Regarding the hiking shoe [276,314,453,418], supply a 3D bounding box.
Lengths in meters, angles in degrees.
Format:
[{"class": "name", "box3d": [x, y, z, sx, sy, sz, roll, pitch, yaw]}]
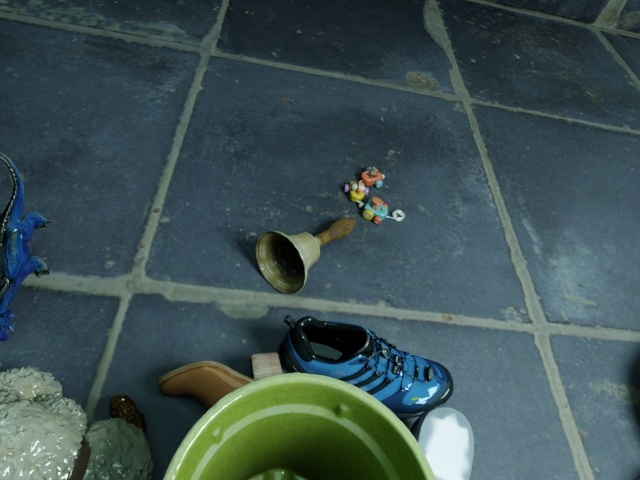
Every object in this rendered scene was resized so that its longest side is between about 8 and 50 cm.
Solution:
[{"class": "hiking shoe", "box3d": [0.079, 0.204, 0.717, 0.303, 0.132, 0.113, 12, 50, -5]}]

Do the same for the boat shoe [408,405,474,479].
[{"class": "boat shoe", "box3d": [0.121, 0.380, 0.605, 0.113, 0.105, 0.306, 21, 61, -2]}]

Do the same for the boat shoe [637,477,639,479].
[{"class": "boat shoe", "box3d": [0.504, 0.465, 0.634, 0.108, 0.102, 0.301, 37, 53, 16]}]

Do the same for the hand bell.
[{"class": "hand bell", "box3d": [0.000, 0.000, 0.897, 0.126, 0.126, 0.242, 42, 42, 19]}]

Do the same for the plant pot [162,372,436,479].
[{"class": "plant pot", "box3d": [-0.035, 0.331, 0.509, 0.275, 0.254, 0.276, 6, 51, -8]}]

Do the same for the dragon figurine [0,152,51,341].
[{"class": "dragon figurine", "box3d": [-0.489, 0.012, 0.687, 0.085, 0.289, 0.144, 7, 13, -11]}]

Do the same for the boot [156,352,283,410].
[{"class": "boot", "box3d": [-0.144, 0.257, 0.664, 0.197, 0.073, 0.153, -8, 67, -3]}]

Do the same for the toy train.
[{"class": "toy train", "box3d": [0.128, -0.114, 1.039, 0.125, 0.046, 0.166, -14, 57, -23]}]

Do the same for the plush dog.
[{"class": "plush dog", "box3d": [-0.317, 0.279, 0.545, 0.225, 0.210, 0.263, 24, 47, -29]}]
